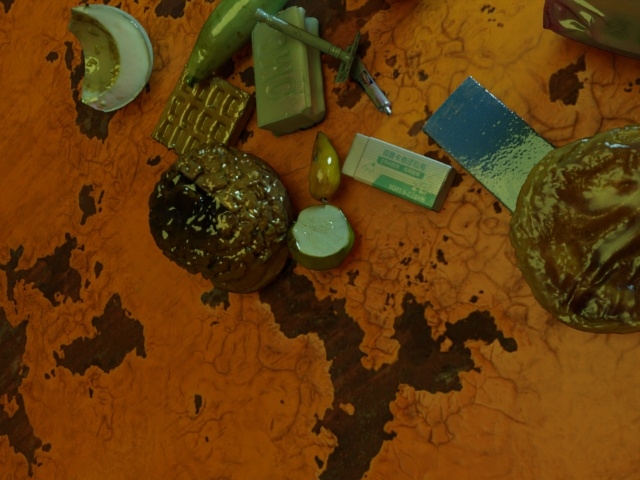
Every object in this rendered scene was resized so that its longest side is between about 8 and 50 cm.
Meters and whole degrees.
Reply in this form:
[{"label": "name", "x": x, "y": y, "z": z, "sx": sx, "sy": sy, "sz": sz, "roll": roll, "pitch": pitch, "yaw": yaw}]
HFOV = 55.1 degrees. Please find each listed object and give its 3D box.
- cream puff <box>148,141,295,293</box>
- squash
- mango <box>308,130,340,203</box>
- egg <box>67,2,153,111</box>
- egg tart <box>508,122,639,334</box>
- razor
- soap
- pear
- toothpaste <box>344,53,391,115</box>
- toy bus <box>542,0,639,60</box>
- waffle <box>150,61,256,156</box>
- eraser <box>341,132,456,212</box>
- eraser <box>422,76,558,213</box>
[{"label": "cream puff", "x": -0.227, "y": -0.046, "z": 1.350, "sx": 0.327, "sy": 0.231, "sz": 0.342, "roll": -18, "pitch": 80, "yaw": 21}, {"label": "squash", "x": -0.205, "y": -0.519, "z": 1.457, "sx": 0.370, "sy": 0.118, "sz": 0.118, "roll": -44, "pitch": 65, "yaw": 9}, {"label": "mango", "x": 0.005, "y": -0.158, "z": 1.320, "sx": 0.066, "sy": 0.101, "sz": 0.187, "roll": 2, "pitch": 53, "yaw": -9}, {"label": "egg", "x": -0.548, "y": -0.498, "z": 1.639, "sx": 0.207, "sy": 0.161, "sz": 0.270, "roll": -10, "pitch": 113, "yaw": -4}, {"label": "egg tart", "x": 0.484, "y": -0.021, "z": 1.001, "sx": 0.340, "sy": 0.153, "sz": 0.351, "roll": 8, "pitch": 89, "yaw": 26}, {"label": "razor", "x": -0.032, "y": -0.434, "z": 1.311, "sx": 0.068, "sy": 0.232, "sz": 0.106, "roll": 144, "pitch": 145, "yaw": -66}, {"label": "soap", "x": -0.074, "y": -0.384, "z": 1.397, "sx": 0.150, "sy": 0.094, "sz": 0.261, "roll": -10, "pitch": 79, "yaw": 27}, {"label": "pear", "x": 0.000, "y": 0.000, "z": 1.298, "sx": 0.141, "sy": 0.104, "sz": 0.140, "roll": 1, "pitch": 69, "yaw": -3}, {"label": "toothpaste", "x": 0.106, "y": -0.333, "z": 1.328, "sx": 0.045, "sy": 0.028, "sz": 0.169, "roll": -43, "pitch": 64, "yaw": 25}, {"label": "toy bus", "x": 0.551, "y": -0.376, "z": 1.000, "sx": 0.386, "sy": 0.171, "sz": 0.162, "roll": 29, "pitch": 117, "yaw": 29}, {"label": "waffle", "x": -0.293, "y": -0.303, "z": 1.529, "sx": 0.248, "sy": 0.055, "sz": 0.221, "roll": 34, "pitch": 100, "yaw": 29}, {"label": "eraser", "x": 0.158, "y": -0.141, "z": 1.258, "sx": 0.225, "sy": 0.052, "sz": 0.095, "roll": 26, "pitch": 98, "yaw": 28}, {"label": "eraser", "x": 0.345, "y": -0.166, "z": 1.165, "sx": 0.144, "sy": 0.043, "sz": 0.312, "roll": -48, "pitch": 64, "yaw": 16}]
